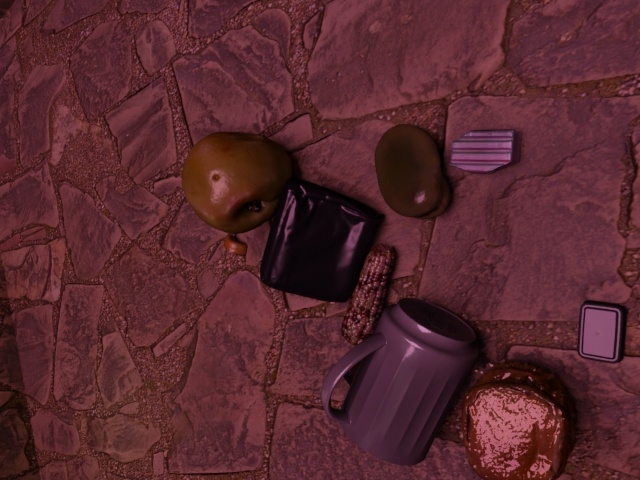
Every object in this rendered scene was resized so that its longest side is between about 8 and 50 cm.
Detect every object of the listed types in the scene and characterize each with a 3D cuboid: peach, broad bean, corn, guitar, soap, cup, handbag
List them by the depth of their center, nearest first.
[{"bbox_3d":[0.378,-0.203,1.354,0.149,0.056,0.100,6,93,37],"label":"soap"},{"bbox_3d":[0.171,0.312,1.368,0.326,0.323,0.237,-68,26,16],"label":"cup"},{"bbox_3d":[0.222,-0.165,1.455,0.189,0.121,0.263,-38,54,38],"label":"broad bean"},{"bbox_3d":[0.125,0.145,1.541,0.092,0.092,0.280,24,105,35],"label":"corn"},{"bbox_3d":[0.136,0.442,1.562,0.038,0.084,0.271,-30,80,41],"label":"guitar"},{"bbox_3d":[-0.001,-0.001,1.604,0.178,0.275,0.301,-104,31,-70],"label":"handbag"},{"bbox_3d":[-0.246,-0.171,1.697,0.316,0.314,0.281,36,128,36],"label":"peach"}]

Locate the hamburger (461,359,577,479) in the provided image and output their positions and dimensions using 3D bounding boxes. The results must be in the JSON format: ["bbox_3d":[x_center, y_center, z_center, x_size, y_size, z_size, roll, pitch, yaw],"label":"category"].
[{"bbox_3d":[0.416,0.376,1.248,0.260,0.211,0.245,49,115,22],"label":"hamburger"}]

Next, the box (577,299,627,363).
[{"bbox_3d":[0.584,0.190,1.224,0.091,0.031,0.126,6,94,37],"label":"box"}]

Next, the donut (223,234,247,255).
[{"bbox_3d":[-0.273,0.011,1.885,0.083,0.067,0.037,-117,41,-57],"label":"donut"}]
